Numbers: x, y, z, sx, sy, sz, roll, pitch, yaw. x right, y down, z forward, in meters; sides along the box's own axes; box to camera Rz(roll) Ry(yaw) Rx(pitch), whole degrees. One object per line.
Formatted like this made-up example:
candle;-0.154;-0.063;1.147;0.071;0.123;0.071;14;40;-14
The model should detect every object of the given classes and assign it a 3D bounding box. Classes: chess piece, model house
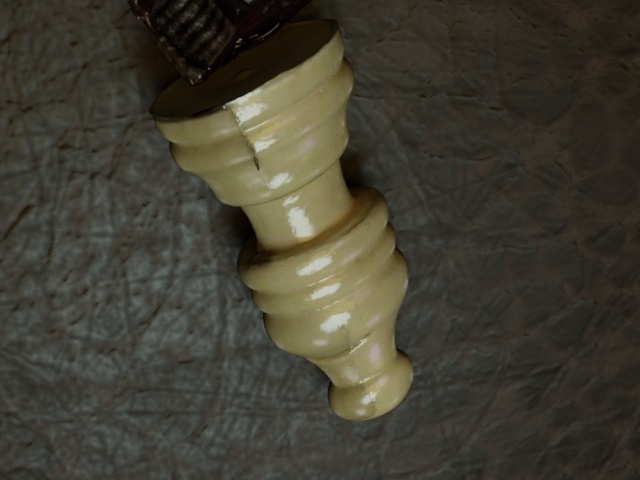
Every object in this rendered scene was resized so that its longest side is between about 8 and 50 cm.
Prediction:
chess piece;0.000;0.000;1.316;0.139;0.124;0.307;-45;123;-37
model house;-0.071;-0.226;1.228;0.164;0.141;0.203;-30;92;21
